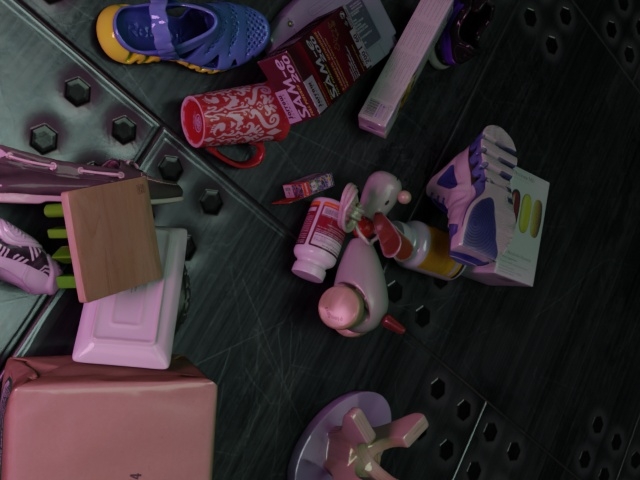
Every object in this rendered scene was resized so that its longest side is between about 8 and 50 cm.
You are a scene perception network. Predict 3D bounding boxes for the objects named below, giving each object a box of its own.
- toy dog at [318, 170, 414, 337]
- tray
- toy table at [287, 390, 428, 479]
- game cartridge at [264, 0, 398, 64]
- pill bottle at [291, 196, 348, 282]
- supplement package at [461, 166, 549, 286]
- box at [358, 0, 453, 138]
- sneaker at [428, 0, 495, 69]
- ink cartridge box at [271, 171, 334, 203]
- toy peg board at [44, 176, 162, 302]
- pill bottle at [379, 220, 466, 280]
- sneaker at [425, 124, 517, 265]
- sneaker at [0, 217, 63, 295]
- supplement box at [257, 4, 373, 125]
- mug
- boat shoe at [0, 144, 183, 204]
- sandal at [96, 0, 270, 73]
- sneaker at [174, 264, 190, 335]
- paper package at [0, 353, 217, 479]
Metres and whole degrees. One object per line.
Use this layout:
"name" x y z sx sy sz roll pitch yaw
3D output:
"toy dog" 0.116 0.048 1.667 0.220 0.161 0.334 -31 135 -67
"tray" -0.294 0.073 1.376 0.145 0.030 0.270 5 51 -5
"toy table" 0.078 0.411 1.692 0.252 0.161 0.274 50 63 -25
"game cartridge" 0.018 -0.400 1.724 0.294 0.060 0.196 -42 117 -30
"pill bottle" 0.000 0.000 1.683 0.086 0.086 0.152 32 71 -33
"supplement package" 0.402 -0.031 1.960 0.139 0.134 0.244 18 78 -36
"box" 0.176 -0.363 1.800 0.067 0.063 0.324 25 77 11
"sneaker" 0.318 -0.522 1.895 0.102 0.146 0.293 6 86 -37
"ink cartridge box" -0.036 -0.100 1.670 0.115 0.063 0.029 -24 105 -35
"toy peg board" -0.331 -0.004 1.312 0.160 0.079 0.161 -21 107 -55
"pill bottle" 0.216 0.017 1.837 0.184 0.103 0.103 18 79 -36
"sneaker" 0.310 -0.075 1.849 0.127 0.182 0.315 27 58 -22
"sneaker" -0.554 0.027 1.236 0.366 0.137 0.210 41 76 -37
"supplement box" -0.003 -0.320 1.588 0.130 0.073 0.239 61 40 -19
"mug" -0.149 -0.203 1.559 0.169 0.113 0.150 -13 94 -34
"boat shoe" -0.369 -0.104 1.387 0.335 0.112 0.096 -1 94 -34
"sandal" -0.210 -0.356 1.498 0.317 0.138 0.126 -13 95 -39
"sneaker" -0.298 0.137 1.445 0.130 0.109 0.286 14 80 -33
"paper package" -0.325 0.348 1.323 0.309 0.168 0.325 2 97 -24
